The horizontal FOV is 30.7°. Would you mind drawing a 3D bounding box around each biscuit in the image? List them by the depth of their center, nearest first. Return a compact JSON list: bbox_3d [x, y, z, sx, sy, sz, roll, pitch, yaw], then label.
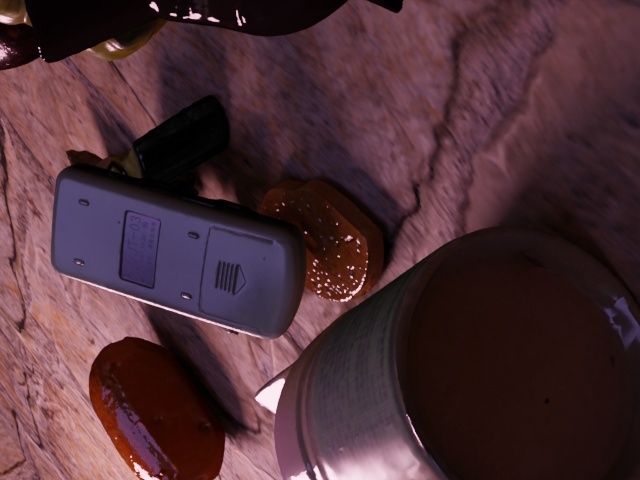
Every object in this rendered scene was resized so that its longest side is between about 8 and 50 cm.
[{"bbox_3d":[0.000,0.000,1.242,0.221,0.029,0.141,0,116,58],"label":"biscuit"}]

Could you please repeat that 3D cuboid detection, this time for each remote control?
[{"bbox_3d":[-0.157,0.009,1.275,0.297,0.056,0.140,15,115,15],"label":"remote control"}]

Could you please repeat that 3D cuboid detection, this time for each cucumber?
[{"bbox_3d":[-0.167,-0.103,1.334,0.062,0.115,0.116,58,160,0],"label":"cucumber"}]

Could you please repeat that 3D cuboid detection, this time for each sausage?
[{"bbox_3d":[-0.253,0.267,1.785,0.268,0.153,0.141,55,153,8],"label":"sausage"}]

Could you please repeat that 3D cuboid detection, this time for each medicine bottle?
[{"bbox_3d":[0.089,0.160,1.034,0.235,0.236,0.406,56,151,5],"label":"medicine bottle"}]

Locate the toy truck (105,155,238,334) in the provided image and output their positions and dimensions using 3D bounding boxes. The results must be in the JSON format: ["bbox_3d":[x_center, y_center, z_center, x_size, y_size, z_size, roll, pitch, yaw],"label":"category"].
[{"bbox_3d":[-0.158,-0.002,1.396,0.286,0.136,0.111,38,115,26],"label":"toy truck"}]

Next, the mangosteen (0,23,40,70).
[{"bbox_3d":[-0.369,-0.308,1.389,0.235,0.235,0.261,43,-169,27],"label":"mangosteen"}]

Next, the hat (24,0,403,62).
[{"bbox_3d":[-0.033,-0.213,0.801,0.209,0.336,0.238,34,154,21],"label":"hat"}]

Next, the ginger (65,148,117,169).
[{"bbox_3d":[-0.272,-0.037,1.623,0.133,0.059,0.214,1,120,49],"label":"ginger"}]

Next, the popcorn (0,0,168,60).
[{"bbox_3d":[-0.195,-0.311,0.958,0.312,0.312,0.312,39,147,33],"label":"popcorn"}]
